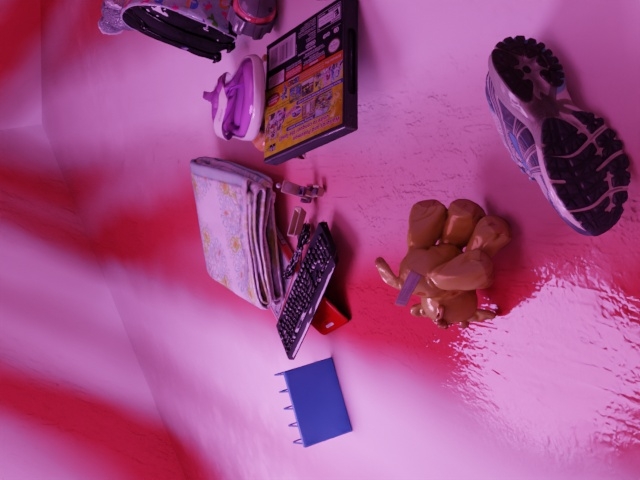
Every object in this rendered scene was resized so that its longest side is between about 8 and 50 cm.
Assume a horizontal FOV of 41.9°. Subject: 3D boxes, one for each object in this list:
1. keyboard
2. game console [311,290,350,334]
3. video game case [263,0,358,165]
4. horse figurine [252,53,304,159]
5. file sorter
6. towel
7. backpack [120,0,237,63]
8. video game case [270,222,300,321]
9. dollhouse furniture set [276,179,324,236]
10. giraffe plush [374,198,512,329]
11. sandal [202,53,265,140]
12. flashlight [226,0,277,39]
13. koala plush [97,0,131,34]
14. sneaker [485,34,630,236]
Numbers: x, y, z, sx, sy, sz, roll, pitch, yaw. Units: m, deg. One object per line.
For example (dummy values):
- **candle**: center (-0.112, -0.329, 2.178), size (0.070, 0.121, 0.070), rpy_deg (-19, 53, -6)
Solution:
- **keyboard**: center (-0.042, 0.087, 1.801), size (0.201, 0.033, 0.317), rpy_deg (-109, 33, -45)
- **game console**: center (0.012, 0.125, 1.819), size (0.124, 0.085, 0.144), rpy_deg (44, 151, -4)
- **video game case**: center (-0.022, -0.291, 1.562), size (0.275, 0.035, 0.248), rpy_deg (-15, 71, 54)
- **horse figurine**: center (-0.117, -0.277, 1.832), size (0.174, 0.066, 0.263), rpy_deg (-38, 65, 54)
- **file sorter**: center (-0.022, 0.363, 1.880), size (0.104, 0.118, 0.170), rpy_deg (-28, 77, 66)
- **towel**: center (-0.212, -0.026, 2.041), size (0.374, 0.090, 0.321), rpy_deg (25, 123, 57)
- **backpack**: center (-0.319, -0.534, 1.902), size (0.225, 0.253, 0.191), rpy_deg (-4, 78, 64)
- **video game case**: center (-0.130, 0.036, 2.037), size (0.285, 0.025, 0.204), rpy_deg (59, 148, 31)
- **dollhouse furniture set**: center (-0.058, -0.068, 1.746), size (0.091, 0.081, 0.114), rpy_deg (9, 83, 61)
- **giraffe plush**: center (0.202, 0.061, 1.298), size (0.181, 0.210, 0.170), rpy_deg (32, 163, 39)
- **sandal**: center (-0.202, -0.289, 1.794), size (0.416, 0.102, 0.169), rpy_deg (176, 90, -73)
- **flashlight**: center (-0.107, -0.542, 1.660), size (0.103, 0.103, 0.304), rpy_deg (41, 143, 9)
- **koala plush**: center (-0.467, -0.603, 2.178), size (0.196, 0.221, 0.203), rpy_deg (-26, 79, 62)
- **sneaker**: center (0.302, -0.126, 1.092), size (0.122, 0.110, 0.283), rpy_deg (97, 154, -68)
